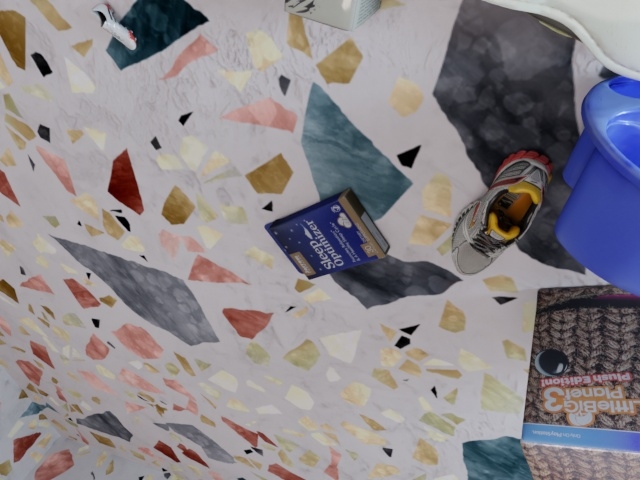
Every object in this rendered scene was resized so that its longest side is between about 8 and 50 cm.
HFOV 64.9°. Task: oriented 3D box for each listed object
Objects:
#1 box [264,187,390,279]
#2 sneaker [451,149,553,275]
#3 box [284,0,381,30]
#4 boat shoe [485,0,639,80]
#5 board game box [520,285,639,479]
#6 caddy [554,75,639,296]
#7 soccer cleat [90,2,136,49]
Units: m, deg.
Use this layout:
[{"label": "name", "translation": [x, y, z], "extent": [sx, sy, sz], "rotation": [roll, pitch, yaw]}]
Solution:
[{"label": "box", "translation": [0.000, 0.000, 0.935], "extent": [0.225, 0.036, 0.136], "rotation": [-20, 116, 40]}, {"label": "sneaker", "translation": [0.251, -0.024, 0.739], "extent": [0.088, 0.093, 0.225], "rotation": [25, 135, 8]}, {"label": "box", "translation": [0.035, -0.384, 0.537], "extent": [0.094, 0.113, 0.275], "rotation": [21, 133, 12]}, {"label": "boat shoe", "translation": [0.285, -0.260, 0.521], "extent": [0.305, 0.091, 0.109], "rotation": [27, 134, 4]}, {"label": "board game box", "translation": [0.426, 0.209, 0.703], "extent": [0.232, 0.291, 0.141], "rotation": [-8, 123, 32]}, {"label": "caddy", "translation": [0.422, -0.053, 0.522], "extent": [0.341, 0.241, 0.179], "rotation": [23, 139, 9]}, {"label": "soccer cleat", "translation": [-0.336, -0.345, 0.819], "extent": [0.029, 0.035, 0.083], "rotation": [-20, 115, 38]}]
